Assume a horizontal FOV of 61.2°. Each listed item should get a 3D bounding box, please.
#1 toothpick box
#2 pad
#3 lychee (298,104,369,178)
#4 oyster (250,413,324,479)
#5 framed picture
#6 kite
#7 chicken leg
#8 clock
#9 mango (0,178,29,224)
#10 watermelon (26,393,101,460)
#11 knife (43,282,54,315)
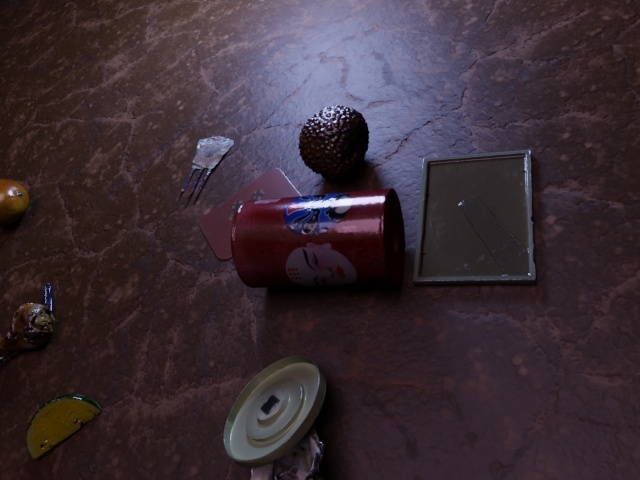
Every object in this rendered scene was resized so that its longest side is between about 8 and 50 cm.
[{"bbox_3d":[0.000,0.000,1.172,0.333,0.204,0.204,-4,58,20],"label":"toothpick box"},{"bbox_3d":[-0.185,-0.073,1.417,0.267,0.004,0.181,-36,52,-2],"label":"pad"},{"bbox_3d":[0.031,-0.245,1.337,0.188,0.188,0.188,-10,56,16],"label":"lychee"},{"bbox_3d":[-0.055,0.428,0.991,0.223,0.083,0.214,-50,30,15],"label":"oyster"},{"bbox_3d":[0.335,-0.056,1.183,0.247,0.022,0.335,-2,58,20],"label":"framed picture"},{"bbox_3d":[-0.344,-0.216,1.568,0.127,0.016,0.229,8,59,29],"label":"kite"},{"bbox_3d":[-0.796,0.259,1.403,0.251,0.087,0.107,-38,71,5],"label":"chicken leg"},{"bbox_3d":[-0.091,0.321,1.040,0.235,0.029,0.235,-32,24,16],"label":"clock"},{"bbox_3d":[-1.013,-0.125,1.713,0.221,0.120,0.152,17,68,38],"label":"mango"},{"bbox_3d":[-0.604,0.404,1.235,0.181,0.075,0.092,-35,57,-4],"label":"watermelon"},{"bbox_3d":[-0.746,0.167,1.481,0.031,0.018,0.121,-26,51,2],"label":"knife"}]
